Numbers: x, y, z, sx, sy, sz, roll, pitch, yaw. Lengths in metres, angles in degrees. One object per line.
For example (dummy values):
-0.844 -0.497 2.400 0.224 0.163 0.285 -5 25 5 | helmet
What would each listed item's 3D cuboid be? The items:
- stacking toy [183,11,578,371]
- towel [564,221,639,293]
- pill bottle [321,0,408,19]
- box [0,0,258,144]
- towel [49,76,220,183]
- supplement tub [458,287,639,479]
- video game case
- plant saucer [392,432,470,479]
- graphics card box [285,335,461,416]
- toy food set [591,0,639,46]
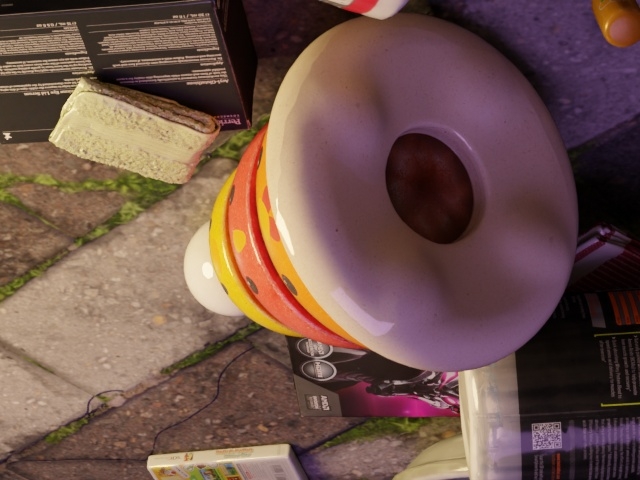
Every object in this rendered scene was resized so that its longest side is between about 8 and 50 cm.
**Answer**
0.000 0.000 1.756 0.350 0.351 0.480 25 153 -24 | stacking toy
0.330 0.107 1.887 0.329 0.037 0.237 29 130 -32 | towel
-0.062 -0.312 1.414 0.318 0.176 0.176 16 141 -14 | pill bottle
-0.207 -0.192 1.642 0.261 0.103 0.184 -3 140 9 | box
-0.182 -0.104 1.654 0.148 0.027 0.110 17 143 -17 | towel
0.314 0.152 1.751 0.338 0.207 0.207 -4 142 2 | supplement tub
-0.111 0.361 2.403 0.206 0.026 0.227 -7 142 14 | video game case
0.289 0.285 2.150 0.400 0.100 0.400 3 162 1 | plant saucer
0.147 0.111 1.999 0.371 0.094 0.233 1 141 7 | graphics card box
0.367 -0.242 1.550 0.232 0.104 0.111 -32 118 15 | toy food set
